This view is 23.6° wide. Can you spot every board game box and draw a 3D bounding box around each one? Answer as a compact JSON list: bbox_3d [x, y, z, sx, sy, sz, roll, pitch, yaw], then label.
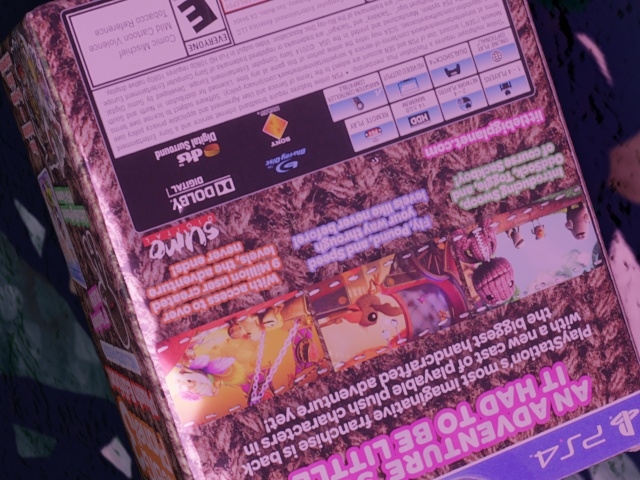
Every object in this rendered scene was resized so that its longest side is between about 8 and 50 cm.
[{"bbox_3d":[0.000,0.000,0.765,0.141,0.232,0.291,-2,107,72],"label":"board game box"}]
